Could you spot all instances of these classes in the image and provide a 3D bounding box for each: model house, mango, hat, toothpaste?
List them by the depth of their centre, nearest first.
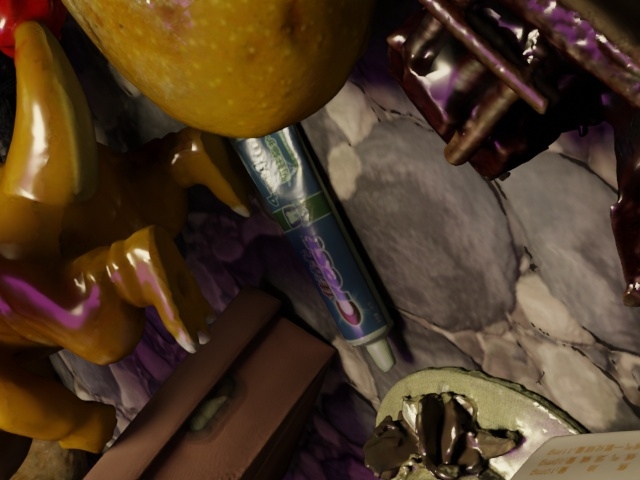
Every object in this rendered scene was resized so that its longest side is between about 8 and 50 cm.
[{"bbox_3d":[0.116,-0.055,0.595,0.203,0.141,0.164,46,135,10],"label":"model house"},{"bbox_3d":[-0.089,-0.209,0.700,0.329,0.176,0.175,54,-172,-3],"label":"mango"},{"bbox_3d":[0.093,0.220,0.862,0.257,0.130,0.257,31,138,32],"label":"hat"},{"bbox_3d":[0.000,0.000,0.880,0.057,0.035,0.197,-24,97,40],"label":"toothpaste"}]

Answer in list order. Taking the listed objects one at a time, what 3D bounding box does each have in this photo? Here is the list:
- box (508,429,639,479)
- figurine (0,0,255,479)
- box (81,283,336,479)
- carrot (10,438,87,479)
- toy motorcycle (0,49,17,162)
[{"bbox_3d":[0.225,0.171,0.683,0.233,0.067,0.149,-13,109,44],"label":"box"},{"bbox_3d":[-0.251,0.008,0.906,0.387,0.401,0.268,-22,138,24],"label":"figurine"},{"bbox_3d":[-0.092,0.177,0.978,0.086,0.215,0.215,31,140,11],"label":"box"},{"bbox_3d":[-0.340,0.142,1.349,0.139,0.139,0.302,-11,100,54],"label":"carrot"},{"bbox_3d":[-0.296,-0.046,1.129,0.212,0.125,0.358,53,140,5],"label":"toy motorcycle"}]
